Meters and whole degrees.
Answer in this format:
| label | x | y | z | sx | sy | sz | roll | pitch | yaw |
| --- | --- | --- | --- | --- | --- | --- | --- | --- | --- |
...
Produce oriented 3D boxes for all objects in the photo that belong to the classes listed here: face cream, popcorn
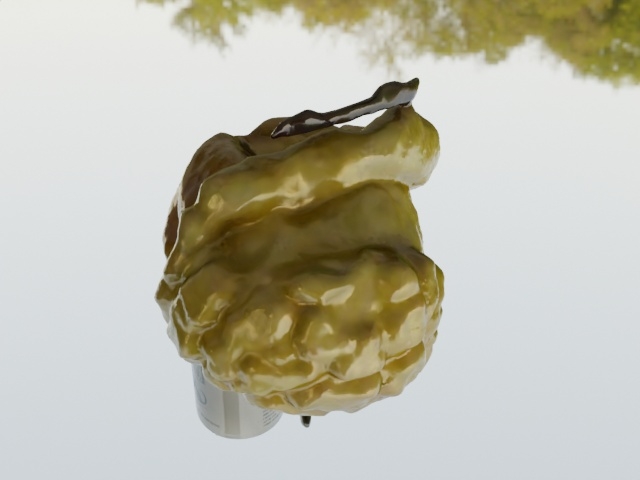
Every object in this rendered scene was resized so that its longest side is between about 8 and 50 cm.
| label | x | y | z | sx | sy | sz | roll | pitch | yaw |
| --- | --- | --- | --- | --- | --- | --- | --- | --- | --- |
| face cream | -0.126 | 0.123 | 1.736 | 0.145 | 0.369 | 0.145 | -1 | -138 | 1 |
| popcorn | 0.000 | 0.000 | 1.228 | 0.349 | 0.381 | 0.349 | 22 | -162 | -8 |
